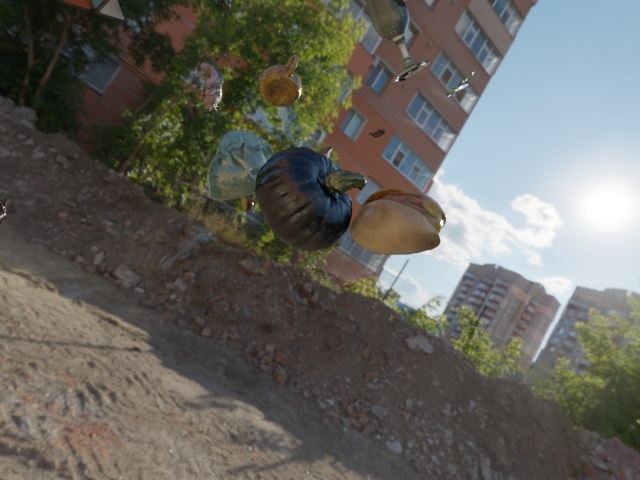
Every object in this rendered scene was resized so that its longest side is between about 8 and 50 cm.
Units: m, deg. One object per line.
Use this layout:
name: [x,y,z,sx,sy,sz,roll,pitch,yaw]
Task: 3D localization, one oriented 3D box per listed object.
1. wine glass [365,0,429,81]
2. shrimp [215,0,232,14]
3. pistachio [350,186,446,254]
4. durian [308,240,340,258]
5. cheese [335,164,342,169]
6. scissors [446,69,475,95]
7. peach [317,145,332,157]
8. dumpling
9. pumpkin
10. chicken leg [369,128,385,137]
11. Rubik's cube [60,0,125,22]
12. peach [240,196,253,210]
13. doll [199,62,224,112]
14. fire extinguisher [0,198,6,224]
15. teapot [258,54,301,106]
wine glass: [0.277,-0.757,1.493,0.320,0.144,0.143,63,-12,-10]
shrimp: [-0.294,-0.917,1.465,0.174,0.252,0.058,-10,-25,6]
pistachio: [0.235,-0.051,1.297,0.309,0.229,0.230,3,-18,28]
durian: [0.000,0.000,2.159,0.158,0.169,0.352,59,-10,-2]
cheese: [0.060,-0.222,1.497,0.047,0.111,0.017,11,23,27]
scissors: [0.575,-0.632,1.664,0.020,0.134,0.187,52,23,5]
peach: [-0.042,-0.321,1.743,0.189,0.279,0.068,12,-49,57]
dumpling: [-0.371,-0.317,1.797,0.270,0.320,0.212,37,-46,-28]
pumpkin: [-0.021,-0.124,1.097,0.296,0.295,0.296,30,-5,3]
chicken leg: [0.267,-0.504,1.923,0.083,0.036,0.021,-11,-22,30]
Rubik's cube: [-0.793,-0.814,1.359,0.234,0.250,0.283,-139,-153,-71]
peach: [-0.361,-0.184,2.007,0.050,0.077,0.083,-8,16,-37]
doll: [-0.474,-0.662,1.762,0.149,0.095,0.192,66,-30,24]
fire extinguisher: [-0.725,-0.041,0.882,0.039,0.056,0.132,9,29,-3]
teapot: [-0.187,-0.775,1.973,0.204,0.166,0.311,17,-36,-24]
